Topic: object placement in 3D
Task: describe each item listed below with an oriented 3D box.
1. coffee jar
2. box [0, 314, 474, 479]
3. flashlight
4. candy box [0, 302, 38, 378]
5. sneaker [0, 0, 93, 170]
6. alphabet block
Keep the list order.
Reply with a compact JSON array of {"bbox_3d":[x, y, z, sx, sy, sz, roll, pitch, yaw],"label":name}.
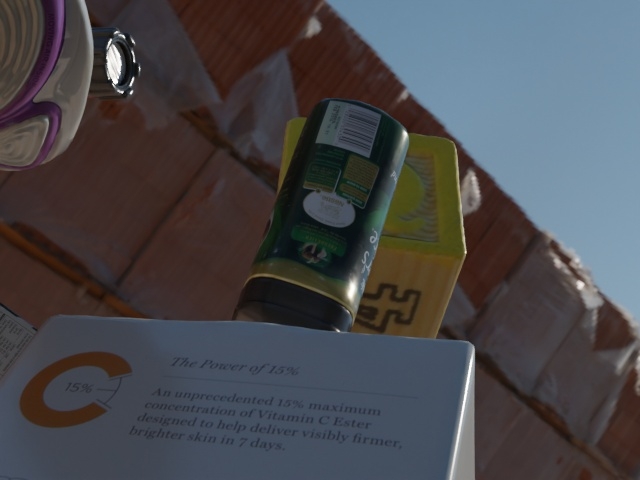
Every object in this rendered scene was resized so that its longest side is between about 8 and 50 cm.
[{"bbox_3d":[0.000,0.000,0.638,0.079,0.184,0.096,20,-25,-2],"label":"coffee jar"},{"bbox_3d":[-0.066,0.198,0.334,0.214,0.345,0.168,2,-57,15],"label":"box"},{"bbox_3d":[-0.416,-0.251,1.327,0.303,0.103,0.103,3,-57,19],"label":"flashlight"},{"bbox_3d":[-0.334,0.121,0.989,0.233,0.071,0.159,42,-20,-19],"label":"candy box"},{"bbox_3d":[-0.190,-0.182,0.464,0.152,0.114,0.305,-105,-179,-56],"label":"sneaker"},{"bbox_3d":[0.040,0.007,1.011,0.193,0.192,0.197,6,-46,-5],"label":"alphabet block"}]
